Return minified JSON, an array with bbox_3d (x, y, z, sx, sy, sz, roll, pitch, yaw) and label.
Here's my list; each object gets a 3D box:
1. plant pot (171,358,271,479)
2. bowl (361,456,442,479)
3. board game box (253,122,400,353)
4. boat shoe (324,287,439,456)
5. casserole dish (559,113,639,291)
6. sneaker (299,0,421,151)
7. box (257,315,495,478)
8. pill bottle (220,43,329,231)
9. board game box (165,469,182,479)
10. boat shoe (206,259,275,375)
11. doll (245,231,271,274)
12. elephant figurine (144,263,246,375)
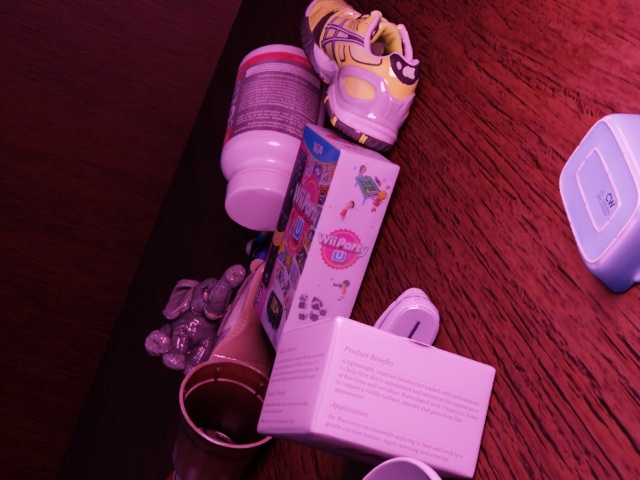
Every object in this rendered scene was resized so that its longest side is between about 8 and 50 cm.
[{"bbox_3d":[-0.159,0.304,1.710,0.167,0.167,0.165,-90,18,-47],"label":"plant pot"},{"bbox_3d":[0.093,0.341,0.897,0.298,0.134,0.298,-162,90,-73],"label":"bowl"},{"bbox_3d":[0.000,0.000,1.589,0.224,0.097,0.303,-131,58,-70],"label":"board game box"},{"bbox_3d":[0.071,0.157,1.286,0.226,0.083,0.076,-54,10,17],"label":"boat shoe"},{"bbox_3d":[0.258,-0.040,0.953,0.188,0.037,0.114,-94,28,-50],"label":"casserole dish"},{"bbox_3d":[0.074,-0.288,1.661,0.147,0.145,0.385,-54,33,26],"label":"sneaker"},{"bbox_3d":[0.053,0.167,1.124,0.182,0.181,0.119,155,132,-68],"label":"box"},{"bbox_3d":[-0.083,-0.180,1.933,0.176,0.176,0.319,130,153,-51],"label":"pill bottle"},{"bbox_3d":[-0.253,0.527,1.908,0.316,0.064,0.242,129,154,-48],"label":"board game box"},{"bbox_3d":[-0.124,0.161,1.844,0.092,0.102,0.285,-148,81,-78],"label":"boat shoe"},{"bbox_3d":[-0.115,0.036,2.028,0.189,0.046,0.129,-110,31,-74],"label":"doll"},{"bbox_3d":[-0.228,0.146,2.134,0.186,0.169,0.239,24,87,32],"label":"elephant figurine"}]
